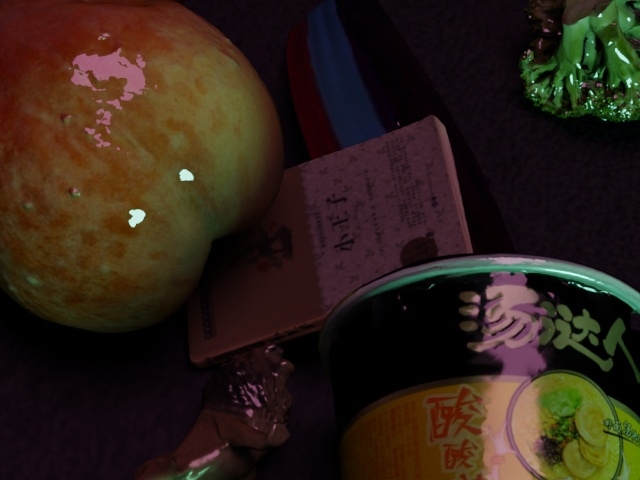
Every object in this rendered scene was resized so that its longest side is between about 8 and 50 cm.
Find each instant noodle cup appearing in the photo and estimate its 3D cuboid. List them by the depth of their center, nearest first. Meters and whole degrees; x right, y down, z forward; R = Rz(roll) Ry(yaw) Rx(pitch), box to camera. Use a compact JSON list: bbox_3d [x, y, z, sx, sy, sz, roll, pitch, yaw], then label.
[{"bbox_3d":[0.097,0.156,0.899,0.215,0.215,0.236,8,56,-7],"label":"instant noodle cup"}]

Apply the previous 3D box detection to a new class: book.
[{"bbox_3d":[0.000,0.000,1.062,0.198,0.016,0.138,-19,49,13],"label":"book"}]

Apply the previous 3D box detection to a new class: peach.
[{"bbox_3d":[-0.143,-0.063,1.015,0.232,0.232,0.233,7,46,-8],"label":"peach"}]

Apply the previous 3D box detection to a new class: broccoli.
[{"bbox_3d":[0.234,-0.162,1.277,0.162,0.138,0.146,-27,57,15],"label":"broccoli"}]

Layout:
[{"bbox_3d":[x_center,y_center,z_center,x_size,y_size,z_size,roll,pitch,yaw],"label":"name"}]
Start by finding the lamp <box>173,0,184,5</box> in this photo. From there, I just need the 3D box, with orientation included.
[{"bbox_3d":[-0.240,-0.236,1.140,0.305,0.240,0.305,7,47,-7],"label":"lamp"}]

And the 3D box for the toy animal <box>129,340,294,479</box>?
[{"bbox_3d":[-0.070,0.144,0.951,0.086,0.069,0.220,13,36,28],"label":"toy animal"}]

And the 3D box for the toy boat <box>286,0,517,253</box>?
[{"bbox_3d":[0.060,-0.051,1.148,0.136,0.079,0.392,11,42,-36],"label":"toy boat"}]
